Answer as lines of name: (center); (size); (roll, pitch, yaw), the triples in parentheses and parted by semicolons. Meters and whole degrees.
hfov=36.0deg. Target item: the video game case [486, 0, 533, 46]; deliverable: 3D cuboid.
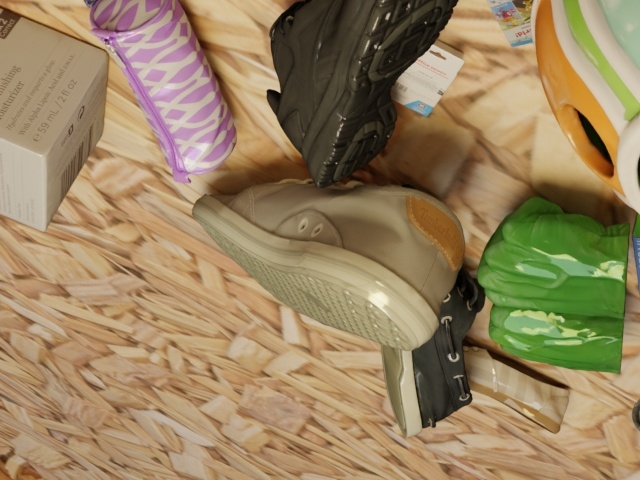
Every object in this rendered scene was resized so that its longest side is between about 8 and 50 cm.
video game case: (0.166, -0.222, 0.741); (0.119, 0.015, 0.166); (-7, 138, 36)

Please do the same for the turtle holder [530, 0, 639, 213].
turtle holder: (0.293, -0.120, 0.611); (0.320, 0.227, 0.243); (13, 144, 5)

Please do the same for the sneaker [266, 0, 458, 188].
sneaker: (0.017, -0.168, 0.818); (0.130, 0.109, 0.286); (49, 142, 17)

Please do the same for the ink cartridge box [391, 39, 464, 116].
ink cartridge box: (0.093, -0.152, 0.871); (0.048, 0.028, 0.083); (26, 147, -6)

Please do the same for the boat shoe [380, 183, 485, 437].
boat shoe: (0.129, 0.077, 1.102); (0.113, 0.127, 0.340); (-12, 121, -9)

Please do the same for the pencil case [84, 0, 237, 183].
pencil case: (-0.149, -0.154, 0.956); (0.086, 0.088, 0.206); (6, 145, 27)

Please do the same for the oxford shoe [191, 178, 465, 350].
oxford shoe: (0.000, 0.000, 1.005); (0.169, 0.130, 0.449); (42, 167, -25)

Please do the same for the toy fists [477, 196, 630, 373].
toy fists: (0.240, 0.051, 1.013); (0.142, 0.096, 0.279); (4, 153, 17)

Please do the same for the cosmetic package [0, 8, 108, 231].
cosmetic package: (-0.340, -0.135, 1.036); (0.183, 0.151, 0.151); (22, 147, -2)

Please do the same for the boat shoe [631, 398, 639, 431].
boat shoe: (0.437, 0.154, 0.943); (0.105, 0.113, 0.306); (21, 160, -26)

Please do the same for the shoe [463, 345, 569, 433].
shoe: (0.216, 0.170, 1.252); (0.219, 0.058, 0.076); (29, 179, -3)

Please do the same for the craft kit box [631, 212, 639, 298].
craft kit box: (0.441, 0.061, 0.956); (0.246, 0.061, 0.250); (7, 145, 27)
